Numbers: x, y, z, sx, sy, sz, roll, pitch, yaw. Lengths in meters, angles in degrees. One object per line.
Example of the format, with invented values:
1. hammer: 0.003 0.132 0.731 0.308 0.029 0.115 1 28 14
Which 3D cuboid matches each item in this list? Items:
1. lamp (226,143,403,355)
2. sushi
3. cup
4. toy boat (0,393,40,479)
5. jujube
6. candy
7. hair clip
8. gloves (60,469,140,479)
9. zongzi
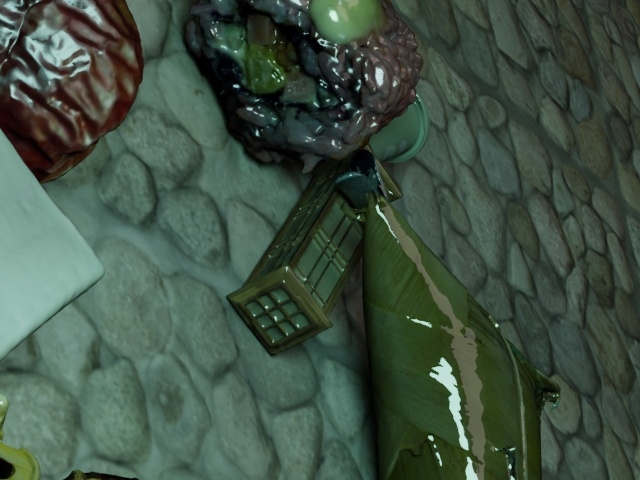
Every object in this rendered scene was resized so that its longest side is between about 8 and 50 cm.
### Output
1. lamp: 0.000 0.000 1.844 0.090 0.089 0.325 54 30 -14
2. sushi: -0.021 -0.220 1.846 0.270 0.236 0.171 55 41 -2
3. cup: 0.059 -0.143 2.031 0.141 0.120 0.120 -27 90 -51
4. toy boat: -0.258 0.207 1.170 0.088 0.226 0.068 25 34 4
5. jujube: -0.309 -0.211 1.430 0.342 0.216 0.216 51 31 -6
6. candy: -0.337 0.035 1.238 0.208 0.145 0.359 56 30 -9
7. hair clip: 0.089 0.007 1.860 0.229 0.039 0.070 60 30 -15
8. gloves: -0.169 0.344 1.240 0.203 0.155 0.356 32 45 -36
9. zongzi: 0.119 0.225 1.712 0.447 0.181 0.418 -85 151 -44
